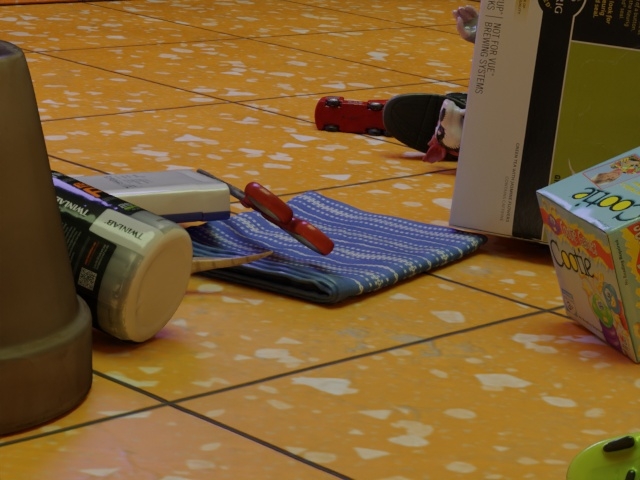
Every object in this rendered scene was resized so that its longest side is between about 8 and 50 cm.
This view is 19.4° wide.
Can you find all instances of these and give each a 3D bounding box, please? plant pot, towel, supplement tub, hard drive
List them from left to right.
[{"bbox_3d":[-0.336,-0.021,1.500,0.323,0.280,0.323,4,13,-1],"label":"plant pot"},{"bbox_3d":[-0.274,-0.038,1.969,0.319,0.040,0.210,-5,8,-16],"label":"hard drive"},{"bbox_3d":[-0.221,0.007,1.687,0.190,0.117,0.117,23,20,21],"label":"supplement tub"},{"bbox_3d":[0.000,0.000,2.006,0.243,0.040,0.336,13,17,29],"label":"towel"}]

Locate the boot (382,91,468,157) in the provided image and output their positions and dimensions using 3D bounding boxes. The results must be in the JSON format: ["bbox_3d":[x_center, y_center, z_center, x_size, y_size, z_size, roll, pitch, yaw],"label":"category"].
[{"bbox_3d":[0.181,-0.170,2.645,0.236,0.085,0.178,7,11,-16],"label":"boot"}]

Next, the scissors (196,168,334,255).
[{"bbox_3d":[-0.063,-0.032,1.965,0.109,0.021,0.297,37,-6,-17],"label":"scissors"}]

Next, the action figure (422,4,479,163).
[{"bbox_3d":[0.305,-0.162,2.438,0.370,0.248,0.276,-15,-34,34],"label":"action figure"}]

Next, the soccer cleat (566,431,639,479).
[{"bbox_3d":[0.317,0.189,1.310,0.289,0.093,0.121,2,-17,7],"label":"soccer cleat"}]

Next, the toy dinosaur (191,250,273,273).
[{"bbox_3d":[-0.167,0.032,1.820,0.211,0.064,0.112,-16,40,-31],"label":"toy dinosaur"}]

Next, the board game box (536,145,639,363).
[{"bbox_3d":[0.370,-0.018,1.785,0.275,0.142,0.144,-23,25,-14],"label":"board game box"}]

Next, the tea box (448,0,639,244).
[{"bbox_3d":[0.347,-0.155,2.096,0.323,0.329,0.220,12,9,23],"label":"tea box"}]

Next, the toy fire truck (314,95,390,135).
[{"bbox_3d":[0.091,-0.190,2.766,0.192,0.047,0.135,5,14,5],"label":"toy fire truck"}]
